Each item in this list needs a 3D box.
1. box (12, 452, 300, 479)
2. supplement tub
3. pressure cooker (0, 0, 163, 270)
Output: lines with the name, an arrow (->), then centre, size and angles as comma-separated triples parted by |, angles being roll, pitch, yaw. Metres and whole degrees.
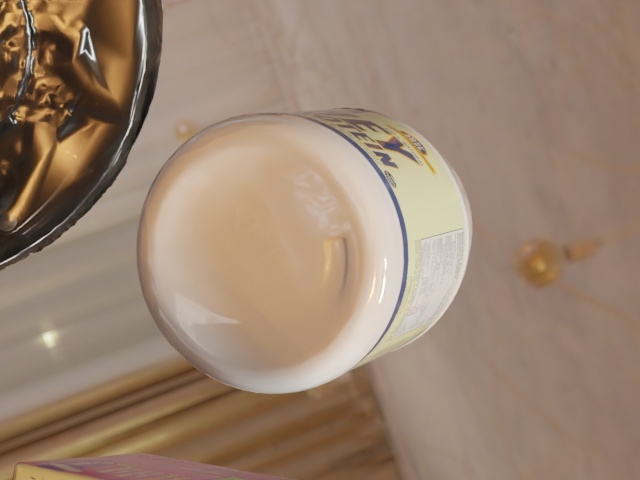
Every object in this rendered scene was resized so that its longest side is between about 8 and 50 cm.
box -> -0.072, 0.229, 1.340 | 0.213, 0.243, 0.117 | 13, 86, -70
supplement tub -> 0.000, 0.000, 1.677 | 0.235, 0.235, 0.325 | 69, 20, 2
pressure cooker -> -0.303, -0.190, 1.339 | 0.370, 0.375, 0.420 | 33, 10, -22
